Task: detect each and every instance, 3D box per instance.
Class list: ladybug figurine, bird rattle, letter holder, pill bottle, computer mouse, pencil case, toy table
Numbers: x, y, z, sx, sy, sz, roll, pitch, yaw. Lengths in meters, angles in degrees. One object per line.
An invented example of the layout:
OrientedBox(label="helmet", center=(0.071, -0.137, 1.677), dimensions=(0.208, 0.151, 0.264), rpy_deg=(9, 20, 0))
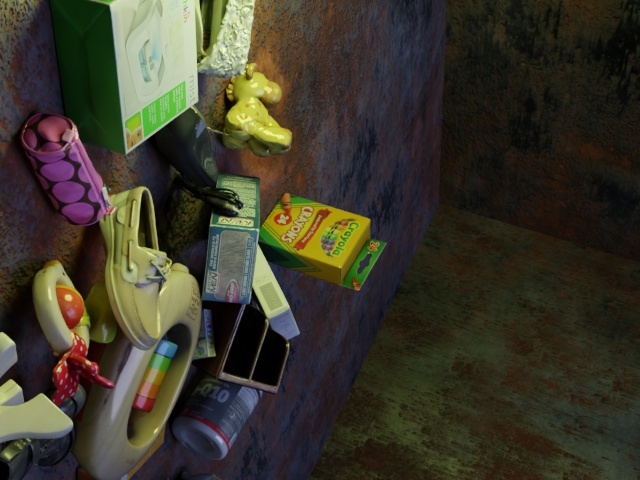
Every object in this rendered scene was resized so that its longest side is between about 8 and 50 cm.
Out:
OrientedBox(label="ladybug figurine", center=(-0.382, 0.250, 1.751), dimensions=(0.305, 0.162, 0.449), rpy_deg=(60, 50, -67))
OrientedBox(label="bird rattle", center=(-0.440, 0.148, 1.491), dimensions=(0.253, 0.143, 0.207), rpy_deg=(-89, 159, -63))
OrientedBox(label="letter holder", center=(-0.195, 0.206, 2.020), dimensions=(0.302, 0.152, 0.214), rpy_deg=(8, -100, 62))
OrientedBox(label="pill bottle", center=(-0.253, 0.417, 2.294), dimensions=(0.161, 0.161, 0.283), rpy_deg=(88, 26, -46))
OrientedBox(label="computer mouse", center=(-0.264, -0.164, 1.744), dimensions=(0.072, 0.188, 0.272), rpy_deg=(-45, 141, -29))
OrientedBox(label="pencil case", center=(-0.410, -0.114, 1.431), dimensions=(0.209, 0.098, 0.095), rpy_deg=(77, 35, -56))
OrientedBox(label="toy table", center=(-0.509, 0.242, 1.277), dimensions=(0.161, 0.252, 0.274), rpy_deg=(-46, -179, -31))

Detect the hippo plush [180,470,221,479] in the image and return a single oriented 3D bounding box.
OrientedBox(label="hippo plush", center=(-0.350, 0.692, 2.294), dimensions=(0.294, 0.234, 0.236), rpy_deg=(-58, -166, 5))

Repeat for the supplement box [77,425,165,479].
OrientedBox(label="supplement box", center=(-0.438, 0.477, 1.941), dimensions=(0.233, 0.078, 0.080), rpy_deg=(-45, 148, -53))

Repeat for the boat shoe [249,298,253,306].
OrientedBox(label="boat shoe", center=(-0.215, 0.174, 2.326), dimensions=(0.228, 0.080, 0.076), rpy_deg=(32, 78, -64))

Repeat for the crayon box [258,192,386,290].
OrientedBox(label="crayon box", center=(0.000, 0.000, 2.385), dimensions=(0.081, 0.318, 0.202), rpy_deg=(88, 26, -46))

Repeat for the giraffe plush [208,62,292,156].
OrientedBox(label="giraffe plush", center=(-0.153, -0.300, 1.968), dimensions=(0.210, 0.181, 0.170), rpy_deg=(19, 77, -38))

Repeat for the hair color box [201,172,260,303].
OrientedBox(label="hair color box", center=(-0.192, -0.013, 1.925), dimensions=(0.347, 0.105, 0.174), rpy_deg=(-97, -165, -67))

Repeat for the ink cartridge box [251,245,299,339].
OrientedBox(label="ink cartridge box", center=(-0.138, 0.131, 2.186), dimensions=(0.066, 0.296, 0.261), rpy_deg=(-24, 146, -7))

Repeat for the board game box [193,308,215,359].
OrientedBox(label="board game box", center=(-0.303, 0.214, 1.916), dimensions=(0.026, 0.154, 0.103), rpy_deg=(12, 68, -58))

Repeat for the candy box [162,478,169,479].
OrientedBox(label="candy box", center=(-0.440, 0.617, 1.949), dimensions=(0.159, 0.071, 0.233), rpy_deg=(-32, 168, 12))

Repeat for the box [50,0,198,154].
OrientedBox(label="box", center=(-0.320, -0.318, 1.463), dimensions=(0.231, 0.126, 0.262), rpy_deg=(-48, 149, -48))

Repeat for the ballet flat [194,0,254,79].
OrientedBox(label="ballet flat", center=(-0.188, -0.504, 1.682), dimensions=(0.147, 0.147, 0.409), rpy_deg=(-41, 144, -58))

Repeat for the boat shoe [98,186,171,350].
OrientedBox(label="boat shoe", center=(-0.327, 0.047, 1.587), dimensions=(0.109, 0.098, 0.302), rpy_deg=(38, 36, -66))

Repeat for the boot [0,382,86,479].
OrientedBox(label="boot", center=(-0.513, 0.372, 1.504), dimensions=(0.263, 0.091, 0.229), rpy_deg=(-63, 177, 39))
